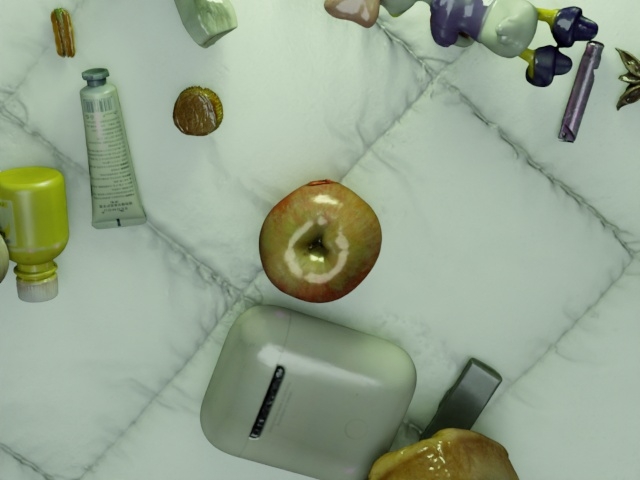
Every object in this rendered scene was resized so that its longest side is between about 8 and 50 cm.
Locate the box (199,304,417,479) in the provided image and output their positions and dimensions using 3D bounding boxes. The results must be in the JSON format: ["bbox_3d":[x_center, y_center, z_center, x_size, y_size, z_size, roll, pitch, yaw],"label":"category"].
[{"bbox_3d":[-0.021,0.277,1.937,0.349,0.141,0.288,18,108,-10],"label":"box"}]

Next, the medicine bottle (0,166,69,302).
[{"bbox_3d":[-0.478,-0.006,1.814,0.122,0.122,0.212,-2,109,-4],"label":"medicine bottle"}]

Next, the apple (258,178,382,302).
[{"bbox_3d":[0.000,0.000,1.834,0.209,0.164,0.209,0,98,1],"label":"apple"}]

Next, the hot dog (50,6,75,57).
[{"bbox_3d":[-0.412,-0.334,1.760,0.037,0.021,0.083,5,113,16],"label":"hot dog"}]

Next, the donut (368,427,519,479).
[{"bbox_3d":[0.212,0.457,1.950,0.317,0.150,0.299,-12,138,-21],"label":"donut"}]

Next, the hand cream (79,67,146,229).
[{"bbox_3d":[-0.352,-0.147,1.815,0.095,0.059,0.276,-6,114,-4],"label":"hand cream"}]

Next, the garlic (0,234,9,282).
[{"bbox_3d":[-0.623,0.018,1.759,0.160,0.214,0.191,-33,123,-39],"label":"garlic"}]

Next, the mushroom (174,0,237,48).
[{"bbox_3d":[-0.223,-0.405,1.720,0.092,0.081,0.223,-44,105,-10],"label":"mushroom"}]

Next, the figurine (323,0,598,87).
[{"bbox_3d":[0.222,-0.355,1.713,0.421,0.193,0.154,19,110,-6],"label":"figurine"}]

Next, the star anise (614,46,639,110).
[{"bbox_3d":[0.561,-0.273,1.835,0.129,0.056,0.124,-3,112,12],"label":"star anise"}]

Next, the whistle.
[{"bbox_3d":[0.440,-0.250,1.849,0.033,0.033,0.176,12,108,-8],"label":"whistle"}]

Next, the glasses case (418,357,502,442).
[{"bbox_3d":[0.258,0.310,2.023,0.072,0.042,0.190,28,105,-9],"label":"glasses case"}]

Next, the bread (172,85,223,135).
[{"bbox_3d":[-0.201,-0.213,1.801,0.085,0.053,0.085,3,110,8],"label":"bread"}]
